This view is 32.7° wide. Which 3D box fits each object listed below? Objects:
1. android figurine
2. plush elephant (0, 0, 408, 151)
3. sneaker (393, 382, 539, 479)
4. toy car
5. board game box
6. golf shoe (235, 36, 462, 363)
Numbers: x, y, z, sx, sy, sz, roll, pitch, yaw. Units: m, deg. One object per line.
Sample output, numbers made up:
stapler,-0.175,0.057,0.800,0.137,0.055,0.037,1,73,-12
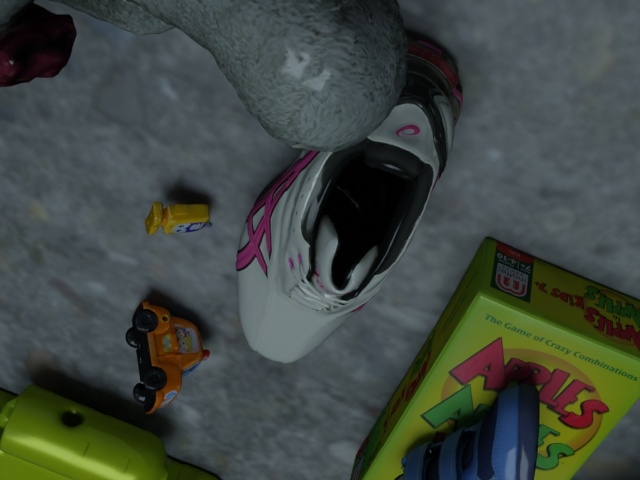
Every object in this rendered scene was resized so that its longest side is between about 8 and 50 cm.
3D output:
android figurine,-0.160,0.190,0.700,0.273,0.056,0.248,25,130,-3
plush elephant,-0.193,-0.072,0.373,0.330,0.272,0.255,45,116,15
sneaker,0.066,0.121,0.524,0.059,0.053,0.144,19,129,3
toy car,-0.070,0.037,0.554,0.041,0.060,0.122,-3,142,-23
board game box,0.087,0.091,0.558,0.092,0.043,0.181,23,130,-2
golf shoe,0.000,0.000,0.483,0.067,0.086,0.186,22,131,-4
